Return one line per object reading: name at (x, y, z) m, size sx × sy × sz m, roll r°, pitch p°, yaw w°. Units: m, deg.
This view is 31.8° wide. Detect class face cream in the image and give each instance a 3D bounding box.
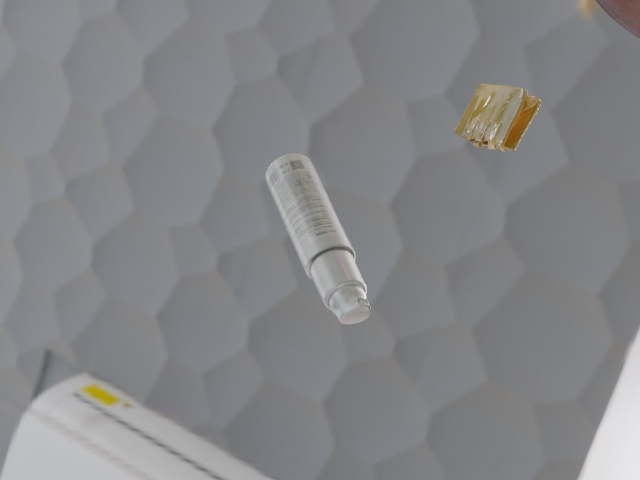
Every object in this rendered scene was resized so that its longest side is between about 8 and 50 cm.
face cream at (0.000, 0.000, 0.705) m, size 0.034 × 0.034 × 0.130 m, roll 10°, pitch -141°, yaw -35°

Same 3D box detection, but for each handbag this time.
handbag at (0.169, -0.117, 1.071) m, size 0.027 × 0.061 × 0.083 m, roll 28°, pitch 180°, yaw -25°

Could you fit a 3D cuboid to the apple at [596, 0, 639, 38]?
apple at (0.216, -0.188, 0.637) m, size 0.153 × 0.153 × 0.120 m, roll 14°, pitch 150°, yaw -20°
